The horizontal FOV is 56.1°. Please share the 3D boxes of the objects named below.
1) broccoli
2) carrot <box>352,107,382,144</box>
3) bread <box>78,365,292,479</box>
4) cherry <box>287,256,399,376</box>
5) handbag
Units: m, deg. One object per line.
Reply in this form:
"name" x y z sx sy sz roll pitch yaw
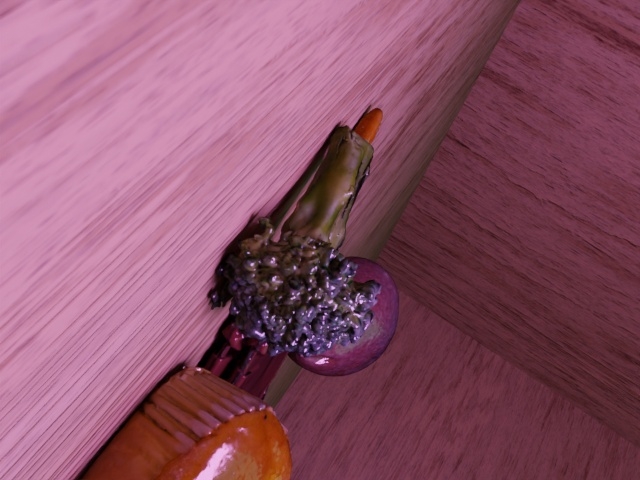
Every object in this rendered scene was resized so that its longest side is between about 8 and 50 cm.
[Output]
"broccoli" -0.004 0.015 0.719 0.199 0.177 0.275 104 7 -51
"carrot" 0.017 -0.076 0.823 0.248 0.043 0.043 -59 172 0
"bread" -0.155 0.297 0.663 0.288 0.156 0.204 -45 138 -31
"cherry" 0.036 0.165 1.248 0.307 0.221 0.261 -25 142 -50
"handbag" -0.102 0.173 0.927 0.260 0.084 0.275 -58 171 11
